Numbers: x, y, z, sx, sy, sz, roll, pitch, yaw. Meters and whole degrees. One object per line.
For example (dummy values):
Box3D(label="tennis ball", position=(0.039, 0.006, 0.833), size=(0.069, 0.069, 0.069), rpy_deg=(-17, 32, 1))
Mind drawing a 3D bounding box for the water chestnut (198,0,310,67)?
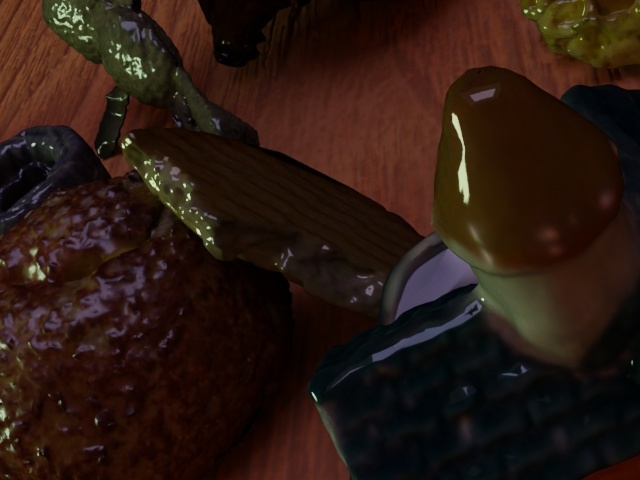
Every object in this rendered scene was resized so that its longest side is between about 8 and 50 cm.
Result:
Box3D(label="water chestnut", position=(-0.044, -0.304, 0.966), size=(0.350, 0.350, 0.302), rpy_deg=(22, 100, 48))

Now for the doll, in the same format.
Box3D(label="doll", position=(-0.151, -0.163, 0.925), size=(0.091, 0.202, 0.286), rpy_deg=(-27, 28, -25))

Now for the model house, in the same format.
Box3D(label="model house", position=(0.102, 0.020, 0.444), size=(0.271, 0.301, 0.190), rpy_deg=(-25, 43, 8))

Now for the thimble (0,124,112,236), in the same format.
Box3D(label="thimble", position=(-0.236, -0.018, 0.884), size=(0.150, 0.098, 0.150), rpy_deg=(-18, 37, 15))

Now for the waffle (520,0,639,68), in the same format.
Box3D(label="waffle", position=(0.249, -0.189, 0.779), size=(0.211, 0.055, 0.160), rpy_deg=(-9, 40, 26))

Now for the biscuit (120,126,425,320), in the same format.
Box3D(label="biscuit", position=(-0.001, 0.001, 0.635), size=(0.228, 0.176, 0.031), rpy_deg=(37, 114, 21))

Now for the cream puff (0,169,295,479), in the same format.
Box3D(label="cream puff", position=(-0.134, 0.054, 0.681), size=(0.240, 0.164, 0.240), rpy_deg=(-19, 32, 12))
